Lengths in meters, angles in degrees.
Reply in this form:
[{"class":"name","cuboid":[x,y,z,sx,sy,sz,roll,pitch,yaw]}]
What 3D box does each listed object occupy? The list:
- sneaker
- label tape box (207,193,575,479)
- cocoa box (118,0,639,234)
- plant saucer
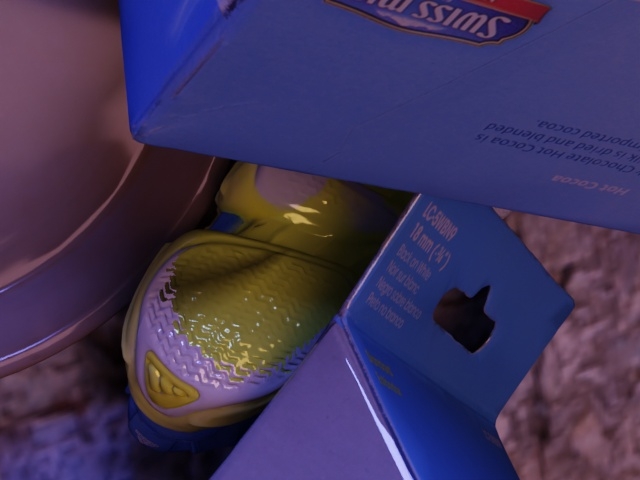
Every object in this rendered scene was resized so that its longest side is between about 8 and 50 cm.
[{"class":"sneaker","cuboid":[0.000,0.000,0.784,0.091,0.126,0.240,47,55,8]},{"class":"label tape box","cuboid":[0.015,0.158,0.749,0.333,0.106,0.240,-53,157,0]},{"class":"cocoa box","cuboid":[0.125,-0.151,0.646,0.347,0.228,0.231,10,57,-29]},{"class":"plant saucer","cuboid":[-0.157,-0.077,0.707,0.278,0.041,0.278,-7,109,-21]}]
